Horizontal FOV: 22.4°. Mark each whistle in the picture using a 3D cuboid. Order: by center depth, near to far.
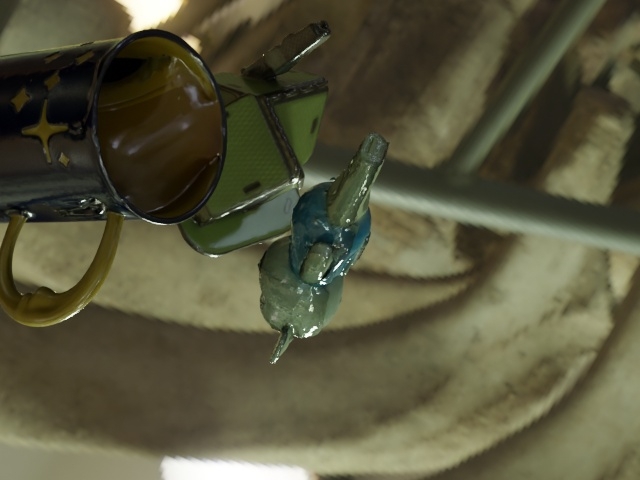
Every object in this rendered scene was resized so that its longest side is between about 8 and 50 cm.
[{"bbox_3d":[0.000,0.000,1.298,0.235,0.077,0.114,116,-1,-47],"label":"whistle"}]

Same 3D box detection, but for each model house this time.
[{"bbox_3d":[-0.055,-0.132,1.959,0.279,0.205,0.218,-29,-96,48],"label":"model house"}]

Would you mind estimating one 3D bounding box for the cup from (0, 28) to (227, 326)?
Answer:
[{"bbox_3d":[-0.258,-0.070,1.500,0.256,0.178,0.255,-3,-138,36],"label":"cup"}]
